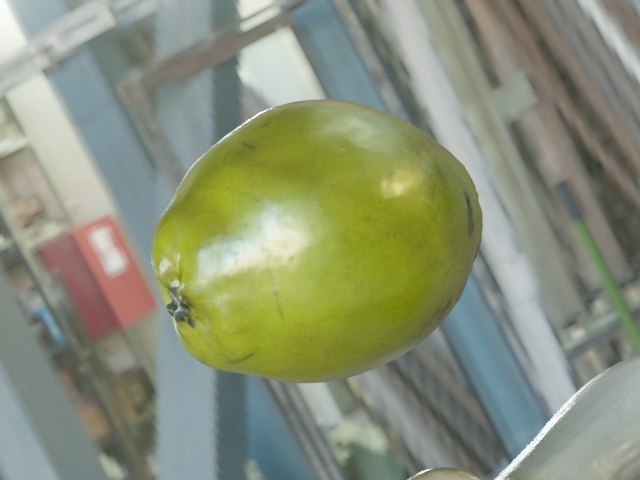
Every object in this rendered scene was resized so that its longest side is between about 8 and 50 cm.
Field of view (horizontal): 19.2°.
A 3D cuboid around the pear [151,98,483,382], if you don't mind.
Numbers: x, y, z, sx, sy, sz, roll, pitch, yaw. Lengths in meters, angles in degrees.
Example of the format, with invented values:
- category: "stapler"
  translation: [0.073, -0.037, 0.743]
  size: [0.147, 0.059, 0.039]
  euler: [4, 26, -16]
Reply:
- category: "pear"
  translation: [0.000, 0.000, 1.380]
  size: [0.269, 0.212, 0.212]
  euler: [-22, 0, -33]

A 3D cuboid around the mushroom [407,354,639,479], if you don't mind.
- category: "mushroom"
  translation: [0.184, 0.173, 1.290]
  size: [0.329, 0.159, 0.122]
  euler: [-17, 27, -41]
